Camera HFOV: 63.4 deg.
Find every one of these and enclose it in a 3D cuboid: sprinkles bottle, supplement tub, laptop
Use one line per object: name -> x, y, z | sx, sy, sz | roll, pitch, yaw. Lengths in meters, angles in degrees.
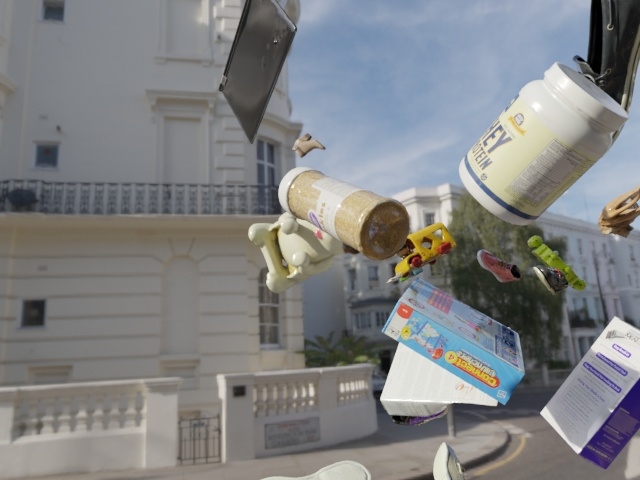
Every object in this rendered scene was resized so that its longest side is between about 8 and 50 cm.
sprinkles bottle -> 0.036, -0.068, 1.081 | 0.121, 0.121, 0.355 | 5, 14, -31
supplement tub -> 0.512, -0.221, 1.215 | 0.235, 0.235, 0.325 | 6, -45, -35
laptop -> -0.142, -0.575, 1.588 | 0.236, 0.408, 0.382 | 35, -50, 4

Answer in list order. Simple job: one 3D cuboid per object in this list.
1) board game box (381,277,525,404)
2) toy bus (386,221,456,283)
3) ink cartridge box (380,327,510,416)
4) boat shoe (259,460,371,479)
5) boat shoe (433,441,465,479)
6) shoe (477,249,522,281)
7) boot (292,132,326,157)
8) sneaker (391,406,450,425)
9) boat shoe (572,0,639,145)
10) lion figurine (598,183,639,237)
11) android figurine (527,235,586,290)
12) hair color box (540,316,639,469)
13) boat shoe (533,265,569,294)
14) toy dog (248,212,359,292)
board game box -> 0.328, 0.224, 1.256 | 0.302, 0.086, 0.308 | 29, 14, 14
toy bus -> 0.258, 0.024, 1.397 | 0.191, 0.104, 0.202 | -33, -15, 19
ink cartridge box -> 0.417, 0.426, 1.694 | 0.385, 0.308, 0.091 | -8, -55, 34
boat shoe -> -0.041, 0.537, 1.035 | 0.319, 0.099, 0.116 | -3, 23, -30
boat shoe -> 0.481, 0.864, 1.905 | 0.091, 0.109, 0.305 | 22, 16, 3
shoe -> 0.642, 0.088, 1.850 | 0.178, 0.063, 0.081 | 39, -28, -24
boot -> -0.046, -0.339, 1.906 | 0.087, 0.118, 0.042 | -50, -29, 3
sneaker -> 0.375, 0.646, 1.996 | 0.146, 0.102, 0.293 | 8, -42, -28
boat shoe -> 0.775, -0.466, 1.433 | 0.156, 0.500, 0.187 | 3, 29, 6
lion figurine -> 1.135, -0.114, 1.946 | 0.240, 0.142, 0.392 | -35, -27, 32
android figurine -> 0.835, 0.083, 1.840 | 0.056, 0.248, 0.273 | -44, -16, 11
hair color box -> 0.747, 0.385, 1.332 | 0.110, 0.339, 0.185 | 30, 9, -12
boat shoe -> 0.437, 0.068, 0.980 | 0.042, 0.049, 0.133 | -37, -33, 20
toy dog -> 0.000, 0.000, 1.928 | 0.395, 0.284, 0.408 | -2, -18, -43
